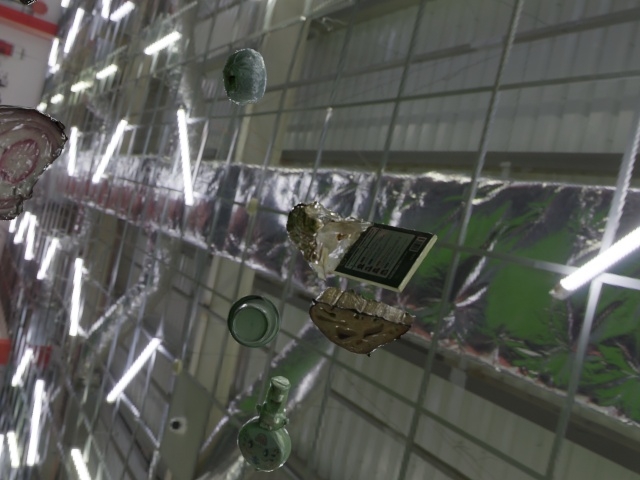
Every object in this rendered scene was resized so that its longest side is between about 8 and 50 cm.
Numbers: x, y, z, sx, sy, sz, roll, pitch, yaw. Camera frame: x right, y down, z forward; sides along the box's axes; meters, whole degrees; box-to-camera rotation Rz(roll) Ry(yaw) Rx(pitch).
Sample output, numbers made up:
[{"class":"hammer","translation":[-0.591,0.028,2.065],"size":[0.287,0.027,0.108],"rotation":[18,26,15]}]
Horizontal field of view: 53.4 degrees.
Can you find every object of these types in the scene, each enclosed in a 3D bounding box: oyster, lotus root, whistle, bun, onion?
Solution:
[{"class":"oyster","translation":[0.004,-0.014,1.306],"size":[0.107,0.233,0.161],"rotation":[33,-92,28]},{"class":"lotus root","translation":[0.098,0.213,1.632],"size":[0.074,0.261,0.170],"rotation":[-54,161,-50]},{"class":"whistle","translation":[-0.116,0.420,1.441],"size":[0.126,0.067,0.258],"rotation":[22,-66,16]},{"class":"bun","translation":[-0.196,-0.405,1.577],"size":[0.141,0.083,0.140],"rotation":[12,-75,51]},{"class":"onion","translation":[-0.818,-0.230,1.596],"size":[0.146,0.280,0.314],"rotation":[38,-92,34]}]

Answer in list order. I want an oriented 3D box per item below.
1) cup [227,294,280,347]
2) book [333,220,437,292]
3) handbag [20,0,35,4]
[{"class":"cup","translation":[-0.147,0.176,1.388],"size":[0.141,0.120,0.120],"rotation":[113,-13,-83]},{"class":"book","translation":[0.177,0.040,1.821],"size":[0.264,0.027,0.202],"rotation":[13,-121,46]},{"class":"handbag","translation":[-0.556,-0.497,1.241],"size":[0.111,0.047,0.072],"rotation":[5,-121,36]}]
